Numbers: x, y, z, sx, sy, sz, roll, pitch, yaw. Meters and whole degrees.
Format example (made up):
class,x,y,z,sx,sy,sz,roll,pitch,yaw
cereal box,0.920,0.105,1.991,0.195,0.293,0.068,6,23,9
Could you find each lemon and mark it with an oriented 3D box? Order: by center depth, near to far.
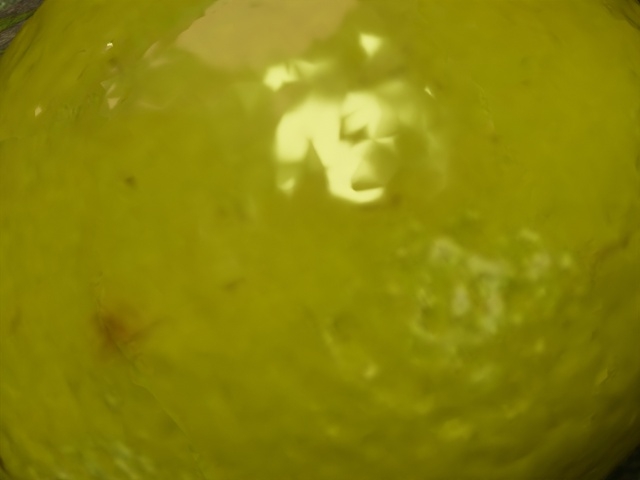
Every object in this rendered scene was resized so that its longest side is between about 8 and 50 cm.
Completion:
class,x,y,z,sx,sy,sz,roll,pitch,yaw
lemon,-0.002,0.001,0.519,0.284,0.260,0.260,-11,25,30

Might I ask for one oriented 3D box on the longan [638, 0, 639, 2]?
class,x,y,z,sx,sy,sz,roll,pitch,yaw
longan,0.248,-0.248,0.809,0.350,0.288,0.288,-45,25,-16
